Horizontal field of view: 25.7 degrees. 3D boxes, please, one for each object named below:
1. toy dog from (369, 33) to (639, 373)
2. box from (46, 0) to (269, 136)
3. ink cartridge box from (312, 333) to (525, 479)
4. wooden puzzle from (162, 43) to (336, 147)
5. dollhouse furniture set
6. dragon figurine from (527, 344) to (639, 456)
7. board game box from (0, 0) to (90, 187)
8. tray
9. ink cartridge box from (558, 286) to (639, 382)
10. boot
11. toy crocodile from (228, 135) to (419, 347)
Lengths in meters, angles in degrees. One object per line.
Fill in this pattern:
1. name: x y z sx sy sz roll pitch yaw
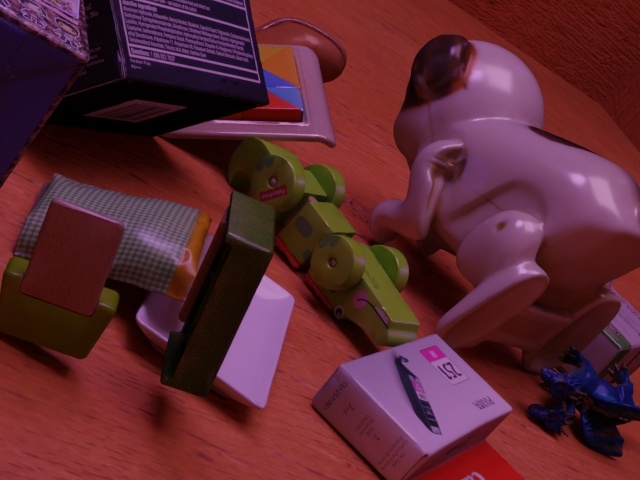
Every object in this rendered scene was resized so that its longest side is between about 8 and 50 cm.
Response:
1. toy dog: 0.237 -0.089 1.861 0.284 0.395 0.408 8 44 -42
2. box: -0.223 -0.282 1.555 0.296 0.183 0.294 2 77 -62
3. ink cartridge box: 0.142 0.214 1.479 0.239 0.060 0.275 44 19 17
4. wooden puzzle: -0.104 -0.202 1.813 0.239 0.044 0.221 5 38 -12
5. dollhouse furniture set: -0.157 -0.021 1.253 0.198 0.151 0.301 20 22 -9
6. dragon figurine: 0.378 0.224 1.840 0.289 0.085 0.144 26 25 -22
7. board game box: -0.322 -0.157 1.199 0.141 0.232 0.291 29 20 -26
8. tray: -0.103 0.075 1.387 0.145 0.030 0.270 36 19 -7
9. ink cartridge box: 0.396 0.129 2.081 0.160 0.092 0.219 48 20 22
10. boot: -0.074 -0.235 1.988 0.283 0.109 0.220 17 32 -27
11. toy crocodile: 0.000 0.000 1.661 0.115 0.105 0.340 7 41 -56
